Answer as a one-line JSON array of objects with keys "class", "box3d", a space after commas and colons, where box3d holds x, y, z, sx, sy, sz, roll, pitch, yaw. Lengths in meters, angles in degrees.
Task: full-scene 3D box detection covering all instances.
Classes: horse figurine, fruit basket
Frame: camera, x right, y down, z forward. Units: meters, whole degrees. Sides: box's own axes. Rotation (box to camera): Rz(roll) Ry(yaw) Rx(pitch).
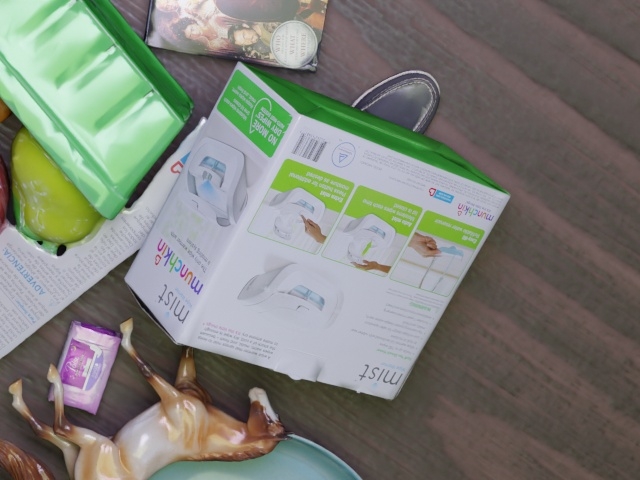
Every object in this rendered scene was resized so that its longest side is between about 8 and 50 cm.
[{"class": "horse figurine", "box3d": [-0.180, 0.172, 1.645, 0.263, 0.066, 0.174, -29, 94, -8]}, {"class": "fruit basket", "box3d": [-0.305, -0.086, 1.598, 0.353, 0.165, 0.327, -37, 101, 17]}]

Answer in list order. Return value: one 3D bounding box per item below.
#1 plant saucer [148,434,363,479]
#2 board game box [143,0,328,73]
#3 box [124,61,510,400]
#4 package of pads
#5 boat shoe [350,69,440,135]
[{"class": "plant saucer", "box3d": [-0.083, 0.332, 1.731, 0.318, 0.044, 0.317, -1, 99, -7]}, {"class": "board game box", "box3d": [-0.066, -0.288, 1.631, 0.165, 0.042, 0.243, 8, 98, -9]}, {"class": "box", "box3d": [0.000, 0.000, 1.578, 0.262, 0.127, 0.231, 17, 108, -38]}, {"class": "package of pads", "box3d": [-0.226, 0.121, 1.682, 0.050, 0.032, 0.083, 18, 97, -11]}, {"class": "boat shoe", "box3d": [0.036, -0.082, 1.667, 0.206, 0.065, 0.075, -40, 102, 0]}]
